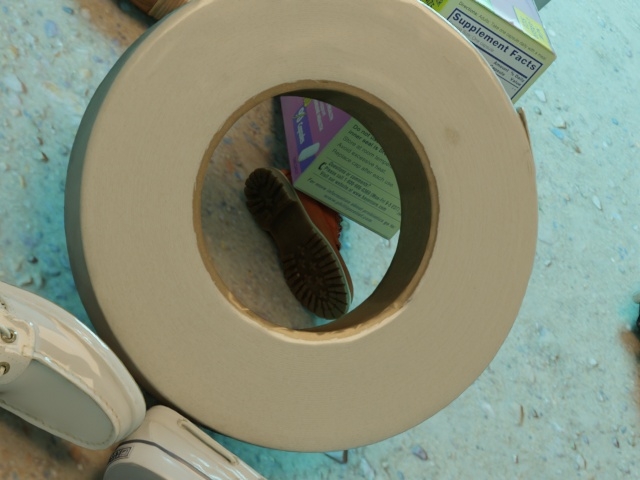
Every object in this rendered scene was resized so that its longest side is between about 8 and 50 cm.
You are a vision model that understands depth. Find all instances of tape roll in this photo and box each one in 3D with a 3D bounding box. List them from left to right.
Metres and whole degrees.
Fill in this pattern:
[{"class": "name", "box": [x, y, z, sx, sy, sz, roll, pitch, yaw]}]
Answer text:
[{"class": "tape roll", "box": [-0.009, -0.024, 1.339, 0.392, 0.072, 0.392, 1, 88, -20]}]

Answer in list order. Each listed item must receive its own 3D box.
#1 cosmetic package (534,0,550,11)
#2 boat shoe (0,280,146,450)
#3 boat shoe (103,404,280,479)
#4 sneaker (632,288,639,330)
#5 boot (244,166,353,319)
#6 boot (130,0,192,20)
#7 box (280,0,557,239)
[{"class": "cosmetic package", "box": [0.214, -0.473, 1.938, 0.097, 0.284, 0.377, 2, 58, -44]}, {"class": "boat shoe", "box": [-0.255, 0.075, 1.175, 0.277, 0.098, 0.096, 34, 40, -5]}, {"class": "boat shoe", "box": [-0.042, 0.219, 1.262, 0.258, 0.095, 0.084, 42, 43, -12]}, {"class": "sneaker", "box": [0.423, 0.129, 1.800, 0.153, 0.094, 0.235, -11, 67, -47]}, {"class": "boot", "box": [0.000, 0.000, 1.520, 0.084, 0.059, 0.158, -3, 60, -51]}, {"class": "boot", "box": [-0.150, -0.296, 1.606, 0.152, 0.073, 0.197, 34, 38, -13]}, {"class": "box", "box": [0.079, -0.166, 1.547, 0.117, 0.243, 0.213, 29, 29, -25]}]
